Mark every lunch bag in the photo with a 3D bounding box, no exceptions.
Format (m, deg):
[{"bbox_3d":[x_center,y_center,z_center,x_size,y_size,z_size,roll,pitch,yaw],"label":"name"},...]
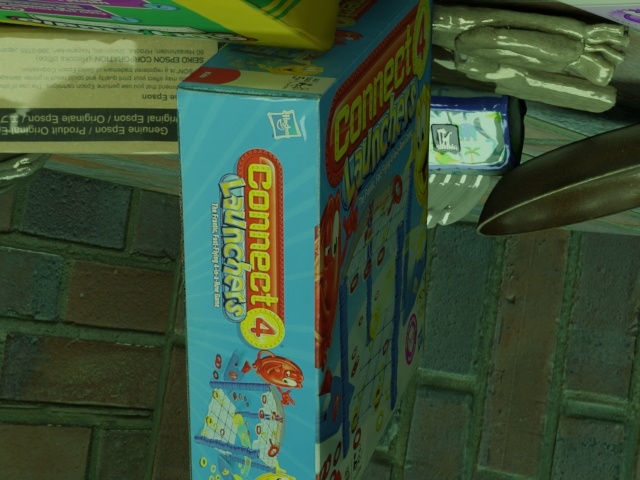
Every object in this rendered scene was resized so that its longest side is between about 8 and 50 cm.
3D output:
[{"bbox_3d":[0.132,-0.115,1.616,0.129,0.096,0.151,1,167,14],"label":"lunch bag"}]

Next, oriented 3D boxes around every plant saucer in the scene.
[{"bbox_3d":[0.300,-0.069,1.627,0.311,0.050,0.310,-13,171,-2],"label":"plant saucer"}]

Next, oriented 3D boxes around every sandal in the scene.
[{"bbox_3d":[0.045,-0.092,2.154,0.416,0.169,0.102,10,-143,-41],"label":"sandal"}]

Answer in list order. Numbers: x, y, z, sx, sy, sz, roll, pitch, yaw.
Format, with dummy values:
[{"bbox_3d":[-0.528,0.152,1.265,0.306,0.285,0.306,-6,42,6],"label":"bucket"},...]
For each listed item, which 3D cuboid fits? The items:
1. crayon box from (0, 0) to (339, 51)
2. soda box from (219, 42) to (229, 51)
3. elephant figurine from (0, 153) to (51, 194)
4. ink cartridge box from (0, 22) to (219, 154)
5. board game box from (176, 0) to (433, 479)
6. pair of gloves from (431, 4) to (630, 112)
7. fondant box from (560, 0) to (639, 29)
[{"bbox_3d":[-0.197,-0.186,0.871,0.363,0.106,0.313,7,180,15],"label":"crayon box"},{"bbox_3d":[-0.083,-0.169,1.406,0.169,0.060,0.053,5,177,42],"label":"soda box"},{"bbox_3d":[-0.320,-0.105,1.548,0.186,0.239,0.169,7,177,25],"label":"elephant figurine"},{"bbox_3d":[-0.173,-0.131,1.146,0.193,0.088,0.234,-1,-159,-6],"label":"ink cartridge box"},{"bbox_3d":[0.000,0.000,1.096,0.086,0.302,0.308,6,-156,14],"label":"board game box"},{"bbox_3d":[0.141,-0.153,1.308,0.204,0.042,0.240,11,176,7],"label":"pair of gloves"},{"bbox_3d":[0.211,-0.147,0.627,0.238,0.096,0.330,10,178,-44],"label":"fondant box"}]
